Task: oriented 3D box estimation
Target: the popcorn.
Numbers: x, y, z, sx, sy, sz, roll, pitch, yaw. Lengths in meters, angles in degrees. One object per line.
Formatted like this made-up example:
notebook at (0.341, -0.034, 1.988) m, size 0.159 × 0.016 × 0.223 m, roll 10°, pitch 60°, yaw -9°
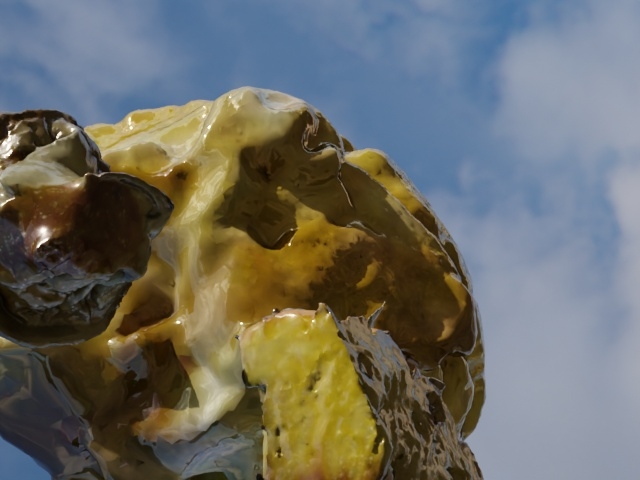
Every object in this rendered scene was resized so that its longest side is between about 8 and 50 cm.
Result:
popcorn at (-0.062, 0.064, 1.033) m, size 0.390 × 0.344 × 0.354 m, roll 32°, pitch -166°, yaw -37°

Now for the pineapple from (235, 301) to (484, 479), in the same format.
pineapple at (0.036, 0.140, 0.558) m, size 0.135 × 0.080 × 0.233 m, roll 39°, pitch -145°, yaw -65°

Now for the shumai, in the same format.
shumai at (-0.138, -0.012, 0.741) m, size 0.146 × 0.116 × 0.145 m, roll 18°, pitch -117°, yaw -40°
